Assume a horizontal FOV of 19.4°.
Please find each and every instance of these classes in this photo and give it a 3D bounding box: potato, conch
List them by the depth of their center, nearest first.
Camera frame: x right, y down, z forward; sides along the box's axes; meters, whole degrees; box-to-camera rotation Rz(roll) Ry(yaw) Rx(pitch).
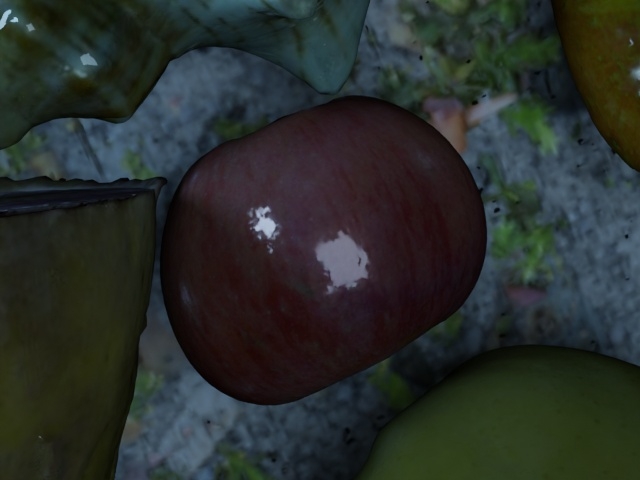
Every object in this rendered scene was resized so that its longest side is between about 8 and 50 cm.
[{"bbox_3d":[-0.181,0.106,0.800,0.229,0.229,0.266,0,98,-11],"label":"potato"},{"bbox_3d":[-0.045,-0.149,0.806,0.386,0.169,0.203,-36,123,-1],"label":"conch"}]

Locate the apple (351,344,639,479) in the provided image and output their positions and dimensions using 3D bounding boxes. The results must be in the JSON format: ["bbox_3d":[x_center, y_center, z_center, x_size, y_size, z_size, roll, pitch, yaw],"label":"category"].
[{"bbox_3d":[0.108,0.179,0.856,0.262,0.262,0.262,-2,100,-10],"label":"apple"}]

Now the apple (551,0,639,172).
[{"bbox_3d":[0.226,-0.136,0.819,0.226,0.246,0.246,-28,104,-20],"label":"apple"}]

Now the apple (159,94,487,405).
[{"bbox_3d":[0.000,0.000,0.846,0.153,0.153,0.120,-26,89,-5],"label":"apple"}]
